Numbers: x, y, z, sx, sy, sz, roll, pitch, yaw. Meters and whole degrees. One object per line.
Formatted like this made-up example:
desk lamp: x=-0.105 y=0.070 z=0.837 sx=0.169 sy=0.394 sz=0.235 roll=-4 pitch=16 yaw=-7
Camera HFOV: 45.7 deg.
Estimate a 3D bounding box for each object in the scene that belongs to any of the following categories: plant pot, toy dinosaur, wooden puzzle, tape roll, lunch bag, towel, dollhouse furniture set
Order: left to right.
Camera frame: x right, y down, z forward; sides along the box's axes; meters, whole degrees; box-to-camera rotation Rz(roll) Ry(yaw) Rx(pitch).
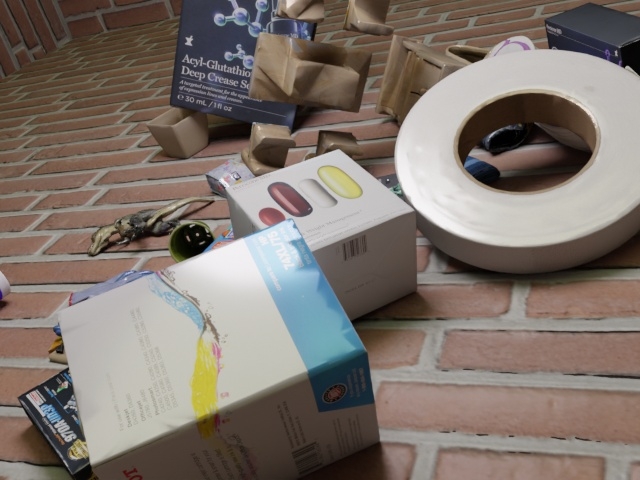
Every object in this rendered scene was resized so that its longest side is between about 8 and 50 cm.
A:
wooden puzzle: x=-0.379 y=0.163 z=1.184 sx=0.116 sy=0.014 sz=0.078 roll=-2 pitch=32 yaw=26
toy dinosaur: x=-0.325 y=-0.034 z=1.465 sx=0.268 sy=0.064 sz=0.118 roll=-20 pitch=21 yaw=-12
plant pot: x=-0.332 y=-0.257 z=1.825 sx=0.109 sy=0.096 sz=0.109 roll=11 pitch=39 yaw=40
plant pot: x=-0.220 y=-0.001 z=1.336 sx=0.083 sy=0.083 sz=0.079 roll=-16 pitch=16 yaw=2
lunch bag: x=-0.183 y=-0.127 z=1.557 sx=0.071 sy=0.053 sz=0.083 roll=-34 pitch=41 yaw=-26
dollhouse furniture set: x=0.053 y=-0.315 z=1.469 sx=0.394 sy=0.362 sz=0.256 roll=4 pitch=23 yaw=-21
towel: x=0.256 y=-0.125 z=1.336 sx=0.067 sy=0.029 sz=0.119 roll=-25 pitch=29 yaw=-17
tape roll: x=0.306 y=-0.128 z=1.121 sx=0.392 sy=0.072 sz=0.392 roll=-9 pitch=51 yaw=12

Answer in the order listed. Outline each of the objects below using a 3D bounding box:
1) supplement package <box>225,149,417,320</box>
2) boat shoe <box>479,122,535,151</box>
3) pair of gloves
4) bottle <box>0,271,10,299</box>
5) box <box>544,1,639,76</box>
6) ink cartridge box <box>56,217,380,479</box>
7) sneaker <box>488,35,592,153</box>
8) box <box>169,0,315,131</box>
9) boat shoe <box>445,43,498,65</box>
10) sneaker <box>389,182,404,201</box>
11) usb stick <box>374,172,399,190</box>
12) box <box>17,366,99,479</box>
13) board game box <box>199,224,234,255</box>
supplement package: x=0.000 y=0.000 z=1.073 sx=0.194 sy=0.149 sz=0.203 roll=-22 pitch=39 yaw=-21
boat shoe: x=0.371 y=-0.216 z=1.411 sx=0.183 sy=0.065 sz=0.083 roll=-23 pitch=37 yaw=-6
pair of gloves: x=-0.353 y=0.104 z=1.255 sx=0.159 sy=0.023 sz=0.198 roll=-18 pitch=23 yaw=0
bottle: x=-0.664 y=0.143 z=1.292 sx=0.118 sy=0.092 sz=0.283 roll=7 pitch=36 yaw=39
box: x=0.511 y=-0.300 z=1.345 sx=0.103 sy=0.184 sz=0.261 roll=-18 pitch=28 yaw=-4
ink cartridge box: x=-0.104 y=0.148 z=0.810 sx=0.270 sy=0.198 sz=0.197 roll=-22 pitch=50 yaw=-10
sneaker: x=0.393 y=-0.251 z=1.350 sx=0.114 sy=0.152 sz=0.305 roll=-44 pitch=41 yaw=18
box: x=-0.159 y=-0.488 z=1.739 sx=0.293 sy=0.395 sz=0.212 roll=12 pitch=30 yaw=-3
boat shoe: x=0.383 y=-0.369 z=1.629 sx=0.109 sy=0.098 sz=0.302 roll=-31 pitch=31 yaw=-24
sneaker: x=0.135 y=-0.078 z=1.243 sx=0.224 sy=0.098 sz=0.083 roll=-24 pitch=29 yaw=-14
usb stick: x=0.021 y=-0.066 z=1.342 sx=0.278 sy=0.045 sz=0.077 roll=-11 pitch=28 yaw=10
box: x=-0.274 y=0.216 z=0.990 sx=0.175 sy=0.051 sz=0.220 roll=-32 pitch=32 yaw=-27
board game box: x=-0.118 y=0.034 z=1.236 sx=0.160 sy=0.047 sz=0.210 roll=2 pitch=33 yaw=31
